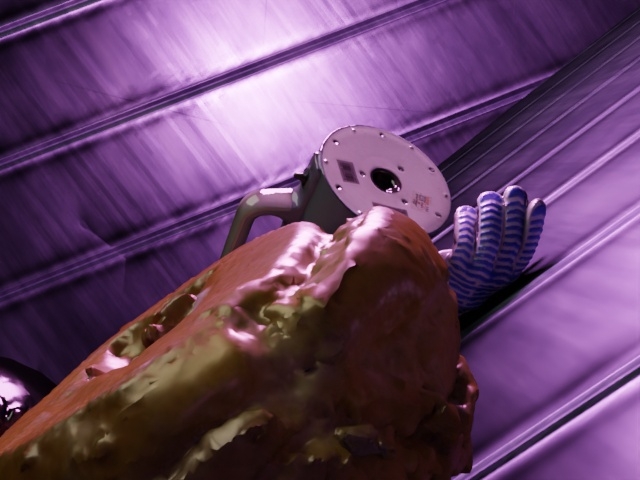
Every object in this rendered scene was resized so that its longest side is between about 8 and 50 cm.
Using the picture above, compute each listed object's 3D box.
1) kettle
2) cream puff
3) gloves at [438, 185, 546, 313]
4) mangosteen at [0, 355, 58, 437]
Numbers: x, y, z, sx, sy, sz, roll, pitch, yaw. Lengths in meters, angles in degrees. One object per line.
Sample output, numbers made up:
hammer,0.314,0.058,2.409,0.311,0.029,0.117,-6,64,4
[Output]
kettle,0.000,0.000,1.157,0.243,0.210,0.160,124,148,-42
cream puff,-0.041,0.142,0.637,0.343,0.231,0.327,-35,5,3
gloves,0.166,0.030,1.133,0.229,0.097,0.119,-48,-21,22
mangosteen,-0.416,0.328,1.082,0.435,0.382,0.382,-51,-5,37
